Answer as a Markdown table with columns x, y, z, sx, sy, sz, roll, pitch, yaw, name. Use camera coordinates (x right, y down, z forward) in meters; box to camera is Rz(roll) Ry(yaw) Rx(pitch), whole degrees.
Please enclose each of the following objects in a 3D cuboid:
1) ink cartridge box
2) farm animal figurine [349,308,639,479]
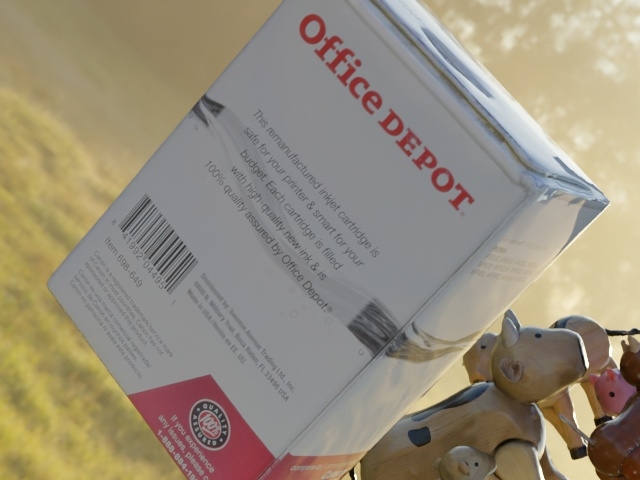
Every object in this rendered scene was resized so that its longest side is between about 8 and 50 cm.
| x | y | z | sx | sy | sz | roll | pitch | yaw | name |
| --- | --- | --- | --- | --- | --- | --- | --- | --- | --- |
| 0.000 | 0.000 | 0.754 | 0.158 | 0.218 | 0.092 | 50 | 21 | 24 | ink cartridge box |
| 0.168 | 0.150 | 1.392 | 0.172 | 0.327 | 0.330 | 59 | -1 | -3 | farm animal figurine |
